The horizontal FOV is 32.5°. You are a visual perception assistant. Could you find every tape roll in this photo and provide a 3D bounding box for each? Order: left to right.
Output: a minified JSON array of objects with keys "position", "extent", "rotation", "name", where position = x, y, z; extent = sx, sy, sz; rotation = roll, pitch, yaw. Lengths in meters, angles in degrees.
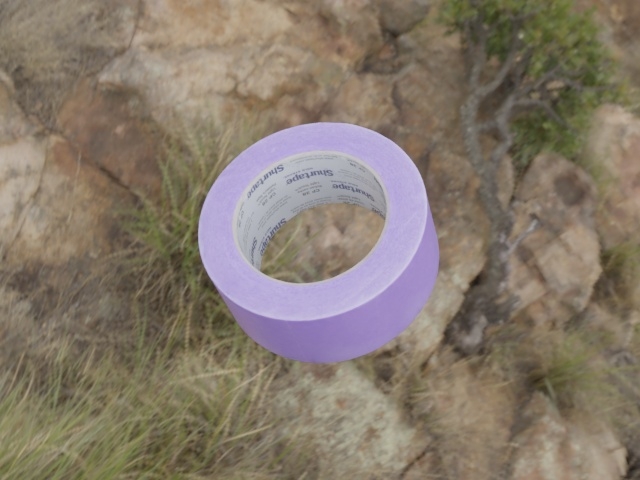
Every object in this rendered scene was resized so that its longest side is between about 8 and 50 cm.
[{"position":[0.000,0.000,0.906],"extent":[0.189,0.080,0.189],"rotation":[-6,58,10],"name":"tape roll"}]
